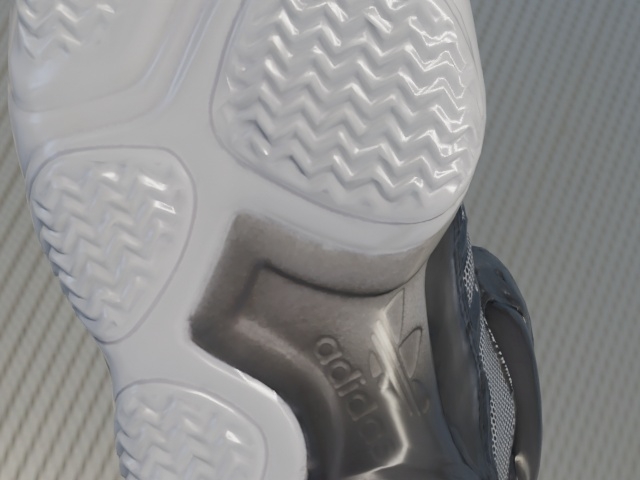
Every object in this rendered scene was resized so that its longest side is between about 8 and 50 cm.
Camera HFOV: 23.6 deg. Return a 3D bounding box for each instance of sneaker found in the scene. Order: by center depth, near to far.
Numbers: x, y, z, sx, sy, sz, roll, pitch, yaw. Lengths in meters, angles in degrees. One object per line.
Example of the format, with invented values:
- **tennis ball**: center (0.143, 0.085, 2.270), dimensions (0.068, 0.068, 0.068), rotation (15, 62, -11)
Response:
- **sneaker**: center (0.000, 0.000, 0.398), dimensions (0.101, 0.153, 0.269), rotation (-6, 106, 10)
